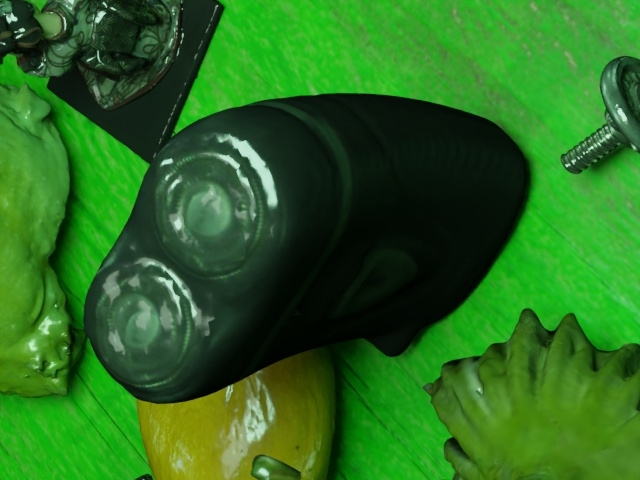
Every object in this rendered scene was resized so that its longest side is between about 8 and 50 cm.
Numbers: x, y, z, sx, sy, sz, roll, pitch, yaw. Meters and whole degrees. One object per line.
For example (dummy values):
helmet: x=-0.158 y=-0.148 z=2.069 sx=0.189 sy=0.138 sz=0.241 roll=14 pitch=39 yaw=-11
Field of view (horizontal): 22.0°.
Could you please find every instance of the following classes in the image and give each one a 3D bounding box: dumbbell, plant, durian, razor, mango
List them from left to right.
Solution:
durian: x=-0.344 y=-0.027 z=1.401 sx=0.204 sy=0.340 sz=0.255 roll=-12 pitch=59 yaw=57
mango: x=-0.069 y=0.100 z=1.269 sx=0.176 sy=0.119 sz=0.316 roll=-26 pitch=69 yaw=42
razor: x=-0.002 y=-0.001 z=1.075 sx=0.113 sy=0.349 sz=0.204 roll=42 pitch=114 yaw=23
plant: x=0.131 y=0.174 z=1.001 sx=0.251 sy=0.333 sz=0.180 roll=10 pitch=111 yaw=24
dumbbell: x=0.249 y=-0.114 z=1.045 sx=0.254 sy=0.110 sz=0.110 roll=-38 pitch=68 yaw=38

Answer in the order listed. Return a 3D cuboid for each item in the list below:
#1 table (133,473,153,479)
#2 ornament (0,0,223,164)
table: x=-0.228 y=0.362 z=1.306 sx=0.196 sy=0.251 sz=0.282 roll=-35 pitch=71 yaw=32
ornament: x=-0.211 y=-0.172 z=1.329 sx=0.153 sy=0.196 sz=0.166 roll=34 pitch=108 yaw=31
